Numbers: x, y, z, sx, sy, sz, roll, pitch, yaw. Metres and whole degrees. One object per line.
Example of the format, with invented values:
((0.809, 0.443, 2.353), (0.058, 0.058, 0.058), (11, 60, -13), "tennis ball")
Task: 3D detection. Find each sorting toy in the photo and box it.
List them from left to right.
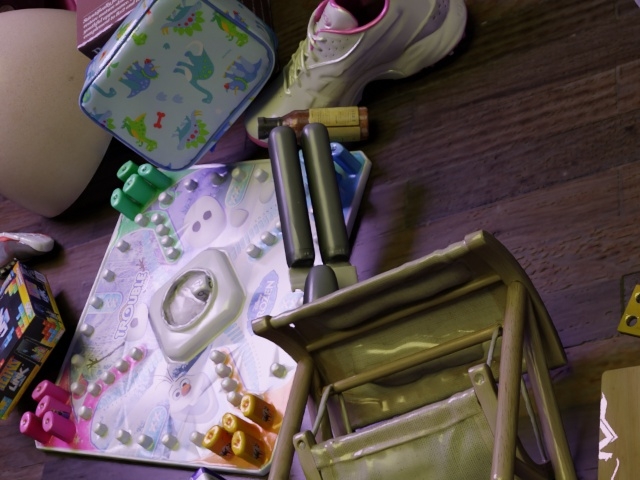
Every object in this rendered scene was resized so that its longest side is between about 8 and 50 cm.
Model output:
((0.303, 0.160, 1.159), (0.132, 0.046, 0.274), (-14, 54, 34), "sorting toy")

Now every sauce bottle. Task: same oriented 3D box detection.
((-0.009, -0.132, 1.593), (0.128, 0.042, 0.042), (-1, 54, -2), "sauce bottle")

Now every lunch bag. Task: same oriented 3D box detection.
((-0.165, -0.198, 1.644), (0.219, 0.176, 0.090), (-47, 20, 24), "lunch bag")

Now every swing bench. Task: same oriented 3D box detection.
((0.084, 0.162, 1.256), (0.253, 0.165, 0.254), (-22, 50, 28), "swing bench")

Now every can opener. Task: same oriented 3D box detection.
((0.000, 0.000, 1.464), (0.074, 0.093, 0.280), (-5, 66, -12), "can opener")

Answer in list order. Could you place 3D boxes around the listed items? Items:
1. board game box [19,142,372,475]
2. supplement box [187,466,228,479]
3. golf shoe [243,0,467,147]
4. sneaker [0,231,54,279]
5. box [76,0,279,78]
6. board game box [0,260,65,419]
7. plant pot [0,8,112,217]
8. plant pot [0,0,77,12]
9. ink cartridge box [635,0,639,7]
((-0.155, 0.068, 1.619), (0.390, 0.050, 0.390), (-2, 61, 40), "board game box")
((-0.082, 0.341, 1.318), (0.111, 0.114, 0.220), (-43, 44, 7), "supplement box")
((0.016, -0.221, 1.609), (0.306, 0.140, 0.115), (-32, 46, 22), "golf shoe")
((-0.418, 0.022, 1.889), (0.158, 0.061, 0.065), (0, 89, 42), "sneaker")
((-0.184, -0.283, 1.776), (0.168, 0.203, 0.167), (-30, 46, 24), "box")
((-0.387, 0.123, 1.742), (0.141, 0.048, 0.170), (-55, 28, 7), "board game box")
((-0.406, -0.193, 1.856), (0.284, 0.191, 0.284), (-35, 45, 44), "plant pot")
((-0.459, -0.330, 2.071), (0.201, 0.201, 0.180), (-49, 27, 2), "plant pot")
((0.362, -0.365, 1.221), (0.166, 0.395, 0.285), (8, 68, 41), "ink cartridge box")
